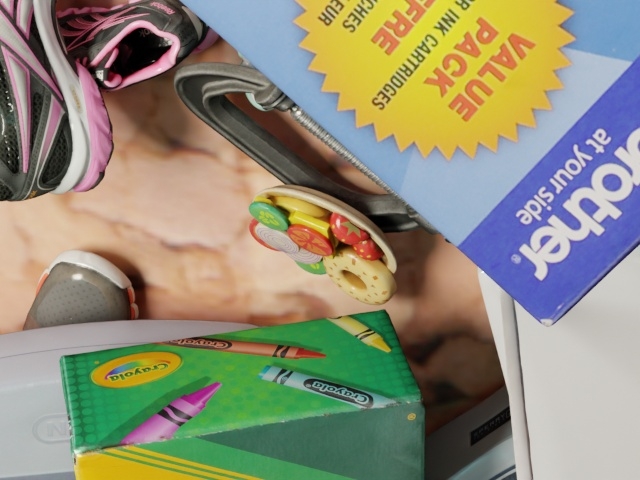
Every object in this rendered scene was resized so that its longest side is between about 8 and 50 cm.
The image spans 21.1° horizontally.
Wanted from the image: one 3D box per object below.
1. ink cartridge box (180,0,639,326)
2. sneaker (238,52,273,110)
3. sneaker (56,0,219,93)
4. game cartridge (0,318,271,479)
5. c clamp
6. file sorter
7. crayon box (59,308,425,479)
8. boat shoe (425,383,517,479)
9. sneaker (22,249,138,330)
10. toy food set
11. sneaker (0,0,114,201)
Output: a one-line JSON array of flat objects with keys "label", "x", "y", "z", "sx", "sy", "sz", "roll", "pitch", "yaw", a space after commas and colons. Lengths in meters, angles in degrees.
[{"label": "ink cartridge box", "x": 0.086, "y": -0.160, "z": 0.650, "sx": 0.395, "sy": 0.151, "sz": 0.270, "roll": 40, "pitch": 124, "yaw": -1}, {"label": "sneaker", "x": -0.003, "y": -0.104, "z": 0.813, "sx": 0.069, "sy": 0.038, "sz": 0.098, "roll": 7, "pitch": 122, "yaw": 10}, {"label": "sneaker", "x": -0.107, "y": -0.088, "z": 0.836, "sx": 0.119, "sy": 0.057, "sz": 0.047, "roll": -20, "pitch": 116, "yaw": 24}, {"label": "game cartridge", "x": -0.115, "y": 0.135, "z": 0.916, "sx": 0.294, "sy": 0.060, "sz": 0.196, "roll": -3, "pitch": 127, "yaw": -11}, {"label": "c clamp", "x": 0.008, "y": -0.041, "z": 0.813, "sx": 0.160, "sy": 0.022, "sz": 0.137, "roll": 35, "pitch": 164, "yaw": -21}, {"label": "file sorter", "x": 0.224, "y": 0.102, "z": 0.738, "sx": 0.277, "sy": 0.173, "sz": 0.193, "roll": -10, "pitch": 127, "yaw": 11}, {"label": "crayon box", "x": -0.035, "y": 0.177, "z": 0.882, "sx": 0.165, "sy": 0.081, "sz": 0.278, "roll": -8, "pitch": 124, "yaw": -9}, {"label": "boat shoe", "x": 0.130, "y": 0.109, "z": 0.901, "sx": 0.183, "sy": 0.065, "sz": 0.083, "roll": -35, "pitch": 116, "yaw": 30}, {"label": "sneaker", "x": -0.145, "y": 0.078, "z": 0.936, "sx": 0.061, "sy": 0.065, "sz": 0.158, "roll": 23, "pitch": 123, "yaw": 0}, {"label": "toy food set", "x": 0.000, "y": 0.000, "z": 0.863, "sx": 0.082, "sy": 0.020, "sz": 0.083, "roll": 22, "pitch": 159, "yaw": 17}, {"label": "sneaker", "x": -0.162, "y": -0.099, "z": 0.797, "sx": 0.072, "sy": 0.077, "sz": 0.178, "roll": -30, "pitch": 86, "yaw": 46}]
